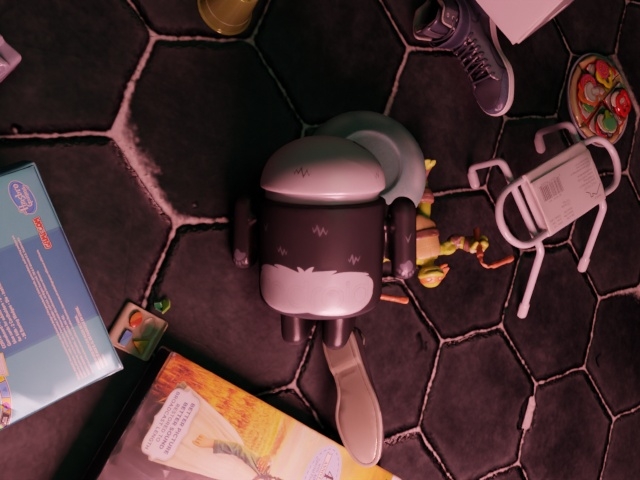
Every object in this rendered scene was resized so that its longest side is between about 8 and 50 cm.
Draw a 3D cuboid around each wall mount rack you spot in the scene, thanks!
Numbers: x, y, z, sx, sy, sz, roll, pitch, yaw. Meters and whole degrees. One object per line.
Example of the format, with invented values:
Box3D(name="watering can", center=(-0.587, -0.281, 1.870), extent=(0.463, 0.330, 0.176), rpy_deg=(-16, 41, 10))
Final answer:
Box3D(name="wall mount rack", center=(0.421, -0.041, 1.078), extent=(0.350, 0.130, 0.304), rpy_deg=(-27, 97, -28))

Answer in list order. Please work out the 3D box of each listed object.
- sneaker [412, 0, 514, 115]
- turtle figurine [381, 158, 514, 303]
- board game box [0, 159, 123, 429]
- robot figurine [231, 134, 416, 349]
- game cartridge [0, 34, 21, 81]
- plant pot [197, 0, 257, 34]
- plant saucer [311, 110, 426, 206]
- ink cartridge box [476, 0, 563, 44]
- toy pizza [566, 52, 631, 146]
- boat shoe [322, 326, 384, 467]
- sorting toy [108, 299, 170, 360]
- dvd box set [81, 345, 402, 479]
Box3D(name="sneaker", center=(0.241, -0.319, 1.000), extent=(0.163, 0.086, 0.227), rpy_deg=(-11, 84, -39))
Box3D(name="turtle figurine", center=(0.169, -0.017, 0.947), extent=(0.269, 0.087, 0.218), rpy_deg=(-10, 82, -14))
Box3D(name="board game box", center=(-0.412, 0.093, 0.591), extent=(0.335, 0.079, 0.254), rpy_deg=(-26, 111, -28))
Box3D(name="robot figurine", center=(0.002, 0.000, 0.791), extent=(0.209, 0.173, 0.279), rpy_deg=(-5, 104, -26))
Box3D(name="game cartridge", center=(-0.493, -0.164, 0.601), extent=(0.196, 0.060, 0.294), rpy_deg=(45, 67, -23))
Box3D(name="plant pot", center=(-0.118, -0.339, 0.809), extent=(0.083, 0.079, 0.084), rpy_deg=(2, 85, -30))
Box3D(name="plant saucer", center=(0.070, -0.110, 0.882), extent=(0.194, 0.037, 0.195), rpy_deg=(1, 80, -6))
Box3D(name="ink cartridge box", center=(0.321, -0.520, 0.986), extent=(0.223, 0.129, 0.307), rpy_deg=(-40, 89, -31))
Box3D(name="toy pizza", center=(0.596, -0.299, 1.239), extent=(0.201, 0.032, 0.202), rpy_deg=(2, 86, -30))
Box3D(name="boat shoe", center=(0.060, 0.221, 0.861), extent=(0.065, 0.075, 0.206), rpy_deg=(12, 60, -55))
Box3D(name="sorting toy", center=(-0.229, 0.106, 0.757), extent=(0.062, 0.012, 0.083), rpy_deg=(34, 72, -23))
Box3D(name="dvd box set", center=(-0.110, 0.376, 0.781), extent=(0.420, 0.062, 0.308), rpy_deg=(37, 71, -23))
